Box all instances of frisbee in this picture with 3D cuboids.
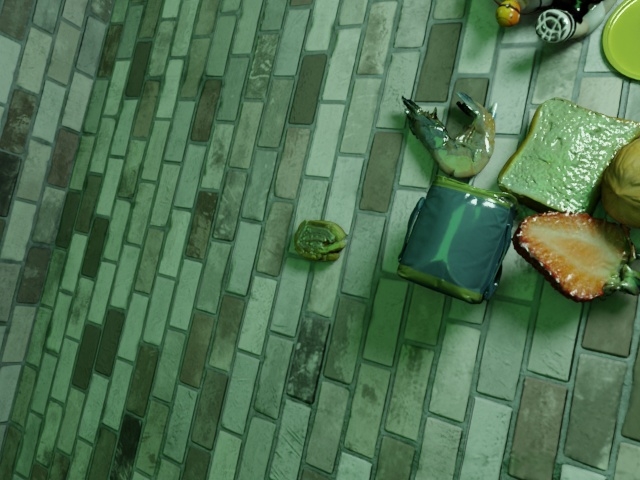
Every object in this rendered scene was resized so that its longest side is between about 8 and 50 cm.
[{"bbox_3d":[0.753,-0.459,1.137,0.236,0.017,0.236,-5,79,29],"label":"frisbee"}]

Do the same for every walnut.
[{"bbox_3d":[0.661,-0.118,1.010,0.193,0.226,0.193,38,135,52],"label":"walnut"}]

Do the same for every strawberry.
[{"bbox_3d":[0.532,0.033,1.086,0.286,0.106,0.188,25,81,1],"label":"strawberry"}]

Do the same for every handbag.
[{"bbox_3d":[0.307,0.004,1.159,0.222,0.263,0.241,21,90,24],"label":"handbag"}]

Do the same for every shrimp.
[{"bbox_3d":[0.328,-0.293,1.303,0.178,0.075,0.289,-37,59,14],"label":"shrimp"}]

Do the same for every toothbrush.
[{"bbox_3d":[0.402,-0.212,1.286,0.025,0.019,0.275,17,90,26],"label":"toothbrush"}]

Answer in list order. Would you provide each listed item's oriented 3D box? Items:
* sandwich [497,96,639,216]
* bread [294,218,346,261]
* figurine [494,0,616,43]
[{"bbox_3d":[0.549,-0.179,1.160,0.226,0.087,0.251,32,97,31],"label":"sandwich"},{"bbox_3d":[0.000,0.000,1.445,0.156,0.064,0.117,4,84,31],"label":"bread"},{"bbox_3d":[0.521,-0.612,1.196,0.320,0.196,0.323,-41,70,6],"label":"figurine"}]
